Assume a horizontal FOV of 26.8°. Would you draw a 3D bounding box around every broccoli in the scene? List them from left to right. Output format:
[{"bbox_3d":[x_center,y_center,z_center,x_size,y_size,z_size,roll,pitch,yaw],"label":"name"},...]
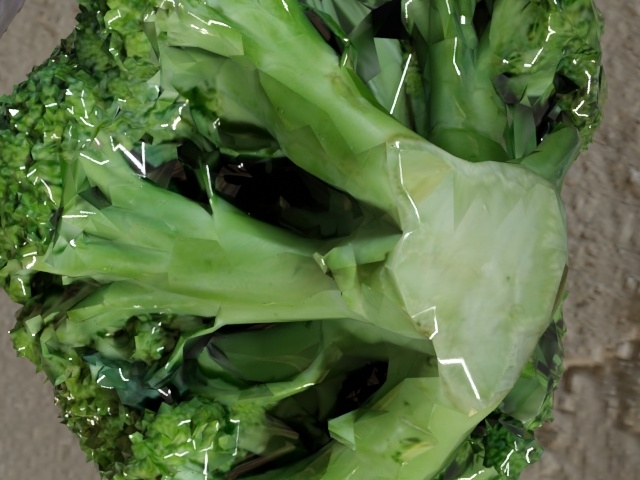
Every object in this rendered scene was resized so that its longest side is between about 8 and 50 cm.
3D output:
[{"bbox_3d":[-0.007,-0.005,0.698,0.321,0.310,0.413,28,76,9],"label":"broccoli"}]

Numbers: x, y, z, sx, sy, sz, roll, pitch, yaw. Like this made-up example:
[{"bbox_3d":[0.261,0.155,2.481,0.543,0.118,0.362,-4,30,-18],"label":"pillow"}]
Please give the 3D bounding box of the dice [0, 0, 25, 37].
[{"bbox_3d":[-0.247,-0.210,0.580,0.270,0.270,0.271,-61,4,-40],"label":"dice"}]
